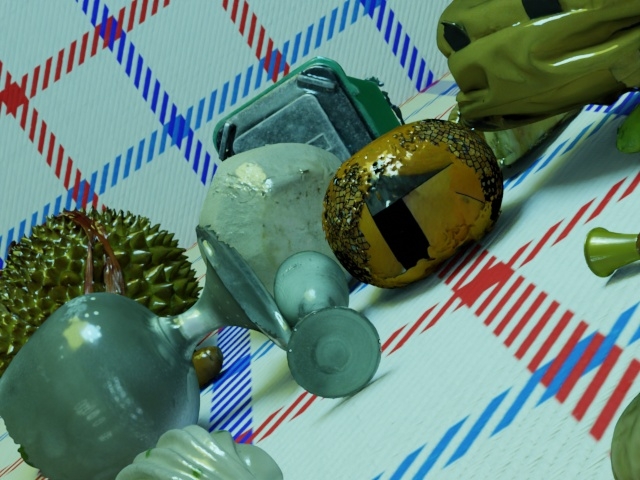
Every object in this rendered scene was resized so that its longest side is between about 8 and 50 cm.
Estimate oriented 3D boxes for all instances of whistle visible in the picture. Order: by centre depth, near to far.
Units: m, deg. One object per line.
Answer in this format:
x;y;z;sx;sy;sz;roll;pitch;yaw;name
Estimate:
0.287;0.006;0.937;0.109;0.057;0.046;-10;69;48;whistle

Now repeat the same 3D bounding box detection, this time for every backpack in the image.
0.334;-0.257;1.333;0.378;0.201;0.353;-12;4;-38;backpack

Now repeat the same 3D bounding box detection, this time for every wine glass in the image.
0.000;0.000;1.232;0.096;0.264;0.309;0;12;-6;wine glass
-0.207;0.148;1.305;0.323;0.238;0.238;-35;9;5;wine glass

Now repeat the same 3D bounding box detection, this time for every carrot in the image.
-0.222;0.220;1.552;0.216;0.048;0.048;-37;8;14;carrot

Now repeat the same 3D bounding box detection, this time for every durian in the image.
-0.353;0.110;1.693;0.348;0.347;0.384;-27;5;39;durian

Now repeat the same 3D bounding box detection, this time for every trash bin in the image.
0.030;-0.137;1.861;0.259;0.295;0.381;-31;0;21;trash bin

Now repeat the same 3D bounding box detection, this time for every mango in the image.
0.384;-0.140;1.178;0.165;0.074;0.091;-25;15;46;mango

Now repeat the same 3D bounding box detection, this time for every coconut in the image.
-0.059;-0.021;1.583;0.245;0.245;0.247;-38;15;-19;coconut

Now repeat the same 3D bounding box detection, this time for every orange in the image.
0.113;-0.048;1.364;0.234;0.182;0.234;-42;-1;-1;orange

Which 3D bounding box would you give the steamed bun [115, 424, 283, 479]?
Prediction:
-0.125;0.231;0.965;0.183;0.106;0.183;-33;8;5;steamed bun

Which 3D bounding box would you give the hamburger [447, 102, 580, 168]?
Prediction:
0.267;-0.179;1.608;0.124;0.131;0.262;-25;9;45;hamburger

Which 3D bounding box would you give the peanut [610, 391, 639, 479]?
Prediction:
0.233;0.084;0.542;0.194;0.083;0.093;-31;-4;27;peanut

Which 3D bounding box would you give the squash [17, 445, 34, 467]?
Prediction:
-0.381;0.296;1.620;0.258;0.069;0.069;-29;10;44;squash
